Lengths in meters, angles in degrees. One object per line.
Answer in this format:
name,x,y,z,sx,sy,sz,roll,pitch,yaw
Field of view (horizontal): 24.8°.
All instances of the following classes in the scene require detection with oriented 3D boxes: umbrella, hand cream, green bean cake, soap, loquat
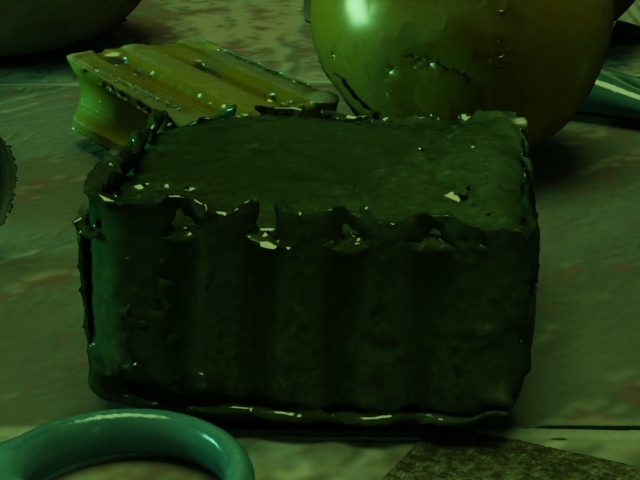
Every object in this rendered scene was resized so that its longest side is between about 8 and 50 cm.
umbrella,0.334,-0.214,1.518,0.083,0.020,0.031,12,25,18
hand cream,0.278,-0.119,1.247,0.224,0.048,0.083,15,23,25
green bean cake,0.000,0.000,0.823,0.241,0.132,0.255,0,19,5
soap,-0.097,-0.099,1.163,0.135,0.076,0.233,-15,26,-32
loquat,0.110,-0.169,1.121,0.235,0.235,0.235,-1,21,0

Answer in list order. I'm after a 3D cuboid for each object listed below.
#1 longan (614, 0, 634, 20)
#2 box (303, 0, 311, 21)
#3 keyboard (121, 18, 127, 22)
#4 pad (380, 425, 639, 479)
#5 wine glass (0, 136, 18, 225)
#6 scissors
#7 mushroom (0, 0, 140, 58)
longan,0.211,-0.331,1.480,0.297,0.297,0.297,-1,21,0
box,0.067,-0.267,1.625,0.129,0.051,0.130,-13,23,-26
keyboard,-0.305,-0.271,1.715,0.067,0.011,0.202,-14,24,-34
pad,0.125,0.136,0.632,0.235,0.003,0.158,10,24,27
wine glass,-0.302,-0.076,1.051,0.126,0.126,0.241,-9,24,-20
scissors,-0.256,0.115,0.674,0.447,0.029,0.192,4,21,12
mushroom,-0.343,-0.343,1.508,0.362,0.295,0.362,-2,19,1
